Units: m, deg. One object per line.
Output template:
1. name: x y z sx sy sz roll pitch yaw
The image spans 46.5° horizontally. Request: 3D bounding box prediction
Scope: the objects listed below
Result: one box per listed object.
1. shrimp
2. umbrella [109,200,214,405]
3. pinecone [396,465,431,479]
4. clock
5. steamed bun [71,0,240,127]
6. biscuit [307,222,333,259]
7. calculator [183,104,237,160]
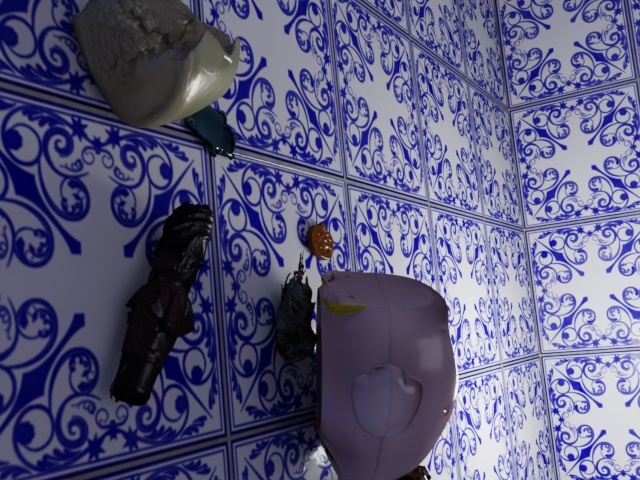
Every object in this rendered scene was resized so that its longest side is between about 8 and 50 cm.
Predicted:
1. shrimp: -0.044 0.117 1.392 0.090 0.079 0.233 48 38 -50
2. umbrella: -0.225 0.081 1.071 0.094 0.090 0.326 78 21 -52
3. pinecone: 0.147 0.552 1.448 0.309 0.244 0.244 -65 137 -60
4. clock: 0.116 0.259 1.381 0.368 0.250 0.377 -100 -169 -73
5. steamed bun: -0.219 -0.287 1.111 0.225 0.170 0.200 -44 115 -57
6. biscuit: 0.000 0.000 1.559 0.091 0.015 0.078 34 51 -52
7. calculator: -0.187 -0.194 1.290 0.141 0.019 0.094 42 48 -50
